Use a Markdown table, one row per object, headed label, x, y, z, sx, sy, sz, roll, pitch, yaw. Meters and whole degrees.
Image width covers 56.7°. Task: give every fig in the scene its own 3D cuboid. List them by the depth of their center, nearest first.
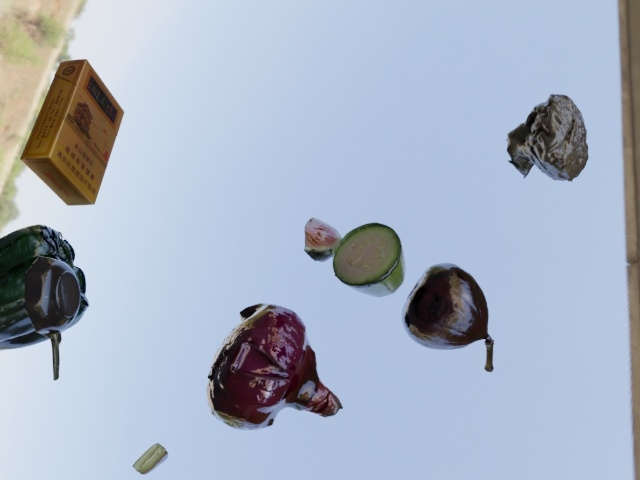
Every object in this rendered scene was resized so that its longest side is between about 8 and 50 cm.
| label | x | y | z | sx | sy | sz | roll | pitch | yaw |
| --- | --- | --- | --- | --- | --- | --- | --- | --- | --- |
| fig | 0.318 | 0.176 | 1.366 | 0.249 | 0.186 | 0.204 | 30 | -94 | 19 |

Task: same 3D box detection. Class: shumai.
| label | x | y | z | sx | sy | sz | roll | pitch | yaw |
| --- | --- | --- | --- | --- | --- | --- | --- | --- | --- |
| shumai | 0.505 | -0.222 | 1.359 | 0.175 | 0.166 | 0.206 | -14 | -135 | 43 |

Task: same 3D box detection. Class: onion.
| label | x | y | z | sx | sy | sz | roll | pitch | yaw |
| --- | --- | --- | --- | --- | --- | --- | --- | --- | --- |
| onion | -0.122 | 0.409 | 1.812 | 0.398 | 0.420 | 0.399 | -159 | -90 | -83 |

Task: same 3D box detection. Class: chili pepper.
| label | x | y | z | sx | sy | sz | roll | pitch | yaw |
| --- | --- | --- | --- | --- | --- | --- | --- | --- | --- |
| chili pepper | -0.633 | 0.104 | 1.249 | 0.233 | 0.256 | 0.248 | 58 | -18 | 16 |

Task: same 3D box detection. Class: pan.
| label | x | y | z | sx | sy | sz | roll | pitch | yaw |
| --- | --- | --- | --- | --- | --- | --- | --- | --- | --- |
| pan | -0.441 | 0.124 | 1.019 | 0.128 | 0.048 | 0.202 | -85 | 170 | -58 |

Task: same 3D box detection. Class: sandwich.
| label | x | y | z | sx | sy | sz | roll | pitch | yaw |
| --- | --- | --- | --- | --- | --- | --- | --- | --- | --- |
| sandwich | -0.289 | 0.378 | 1.040 | 0.044 | 0.031 | 0.083 | -53 | 169 | 10 |

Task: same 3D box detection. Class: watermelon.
| label | x | y | z | sx | sy | sz | roll | pitch | yaw |
| --- | --- | --- | --- | --- | --- | --- | --- | --- | --- |
| watermelon | 0.002 | -0.005 | 1.777 | 0.063 | 0.119 | 0.245 | -52 | -169 | 25 |

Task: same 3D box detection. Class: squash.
| label | x | y | z | sx | sy | sz | roll | pitch | yaw |
| --- | --- | --- | --- | --- | --- | --- | --- | --- | --- |
| squash | 0.119 | 0.052 | 1.356 | 0.170 | 0.123 | 0.170 | -12 | -123 | 19 |

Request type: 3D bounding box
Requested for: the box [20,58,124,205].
| label | x | y | z | sx | sy | sz | roll | pitch | yaw |
| --- | --- | --- | --- | --- | --- | --- | --- | --- | --- |
| box | -0.535 | -0.237 | 1.302 | 0.076 | 0.174 | 0.274 | -1 | -120 | 12 |
